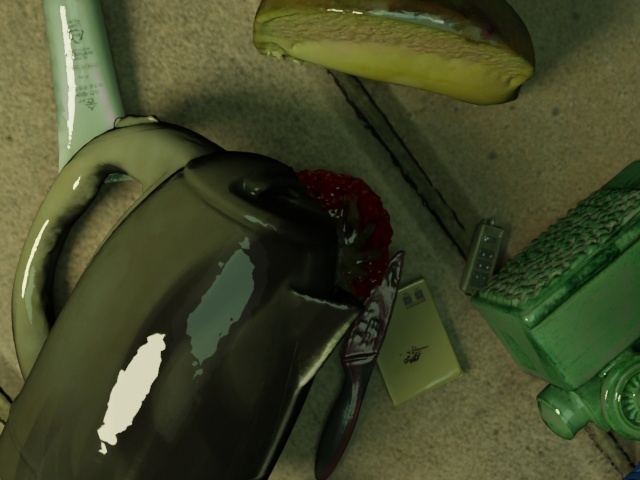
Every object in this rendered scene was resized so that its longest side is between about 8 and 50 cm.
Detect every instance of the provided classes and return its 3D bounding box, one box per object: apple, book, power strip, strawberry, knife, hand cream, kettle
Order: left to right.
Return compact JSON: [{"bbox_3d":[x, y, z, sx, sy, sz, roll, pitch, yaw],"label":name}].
[{"bbox_3d":[-0.211,-0.149,0.991,0.078,0.050,0.204,-10,105,-12],"label":"hand cream"},{"bbox_3d":[-0.134,0.057,0.942,0.321,0.228,0.324,36,107,27],"label":"kettle"},{"bbox_3d":[0.000,0.000,1.037,0.145,0.086,0.145,-2,106,-5],"label":"strawberry"},{"bbox_3d":[0.035,0.123,1.090,0.035,0.018,0.247,18,99,-1],"label":"knife"},{"bbox_3d":[0.076,-0.199,0.975,0.265,0.193,0.120,10,86,-10],"label":"apple"},{"bbox_3d":[0.088,0.101,1.106,0.077,0.014,0.111,-23,102,-6],"label":"book"},{"bbox_3d":[0.161,0.017,1.108,0.027,0.017,0.083,12,97,-15],"label":"power strip"}]

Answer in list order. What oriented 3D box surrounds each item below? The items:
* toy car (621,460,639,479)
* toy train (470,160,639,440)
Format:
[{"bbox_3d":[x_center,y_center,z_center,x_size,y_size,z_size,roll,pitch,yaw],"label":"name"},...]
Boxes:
[{"bbox_3d":[0.382,0.243,1.164,0.103,0.063,0.216,40,95,-14],"label":"toy car"},{"bbox_3d":[0.299,0.066,1.072,0.266,0.145,0.202,-38,103,-10],"label":"toy train"}]
